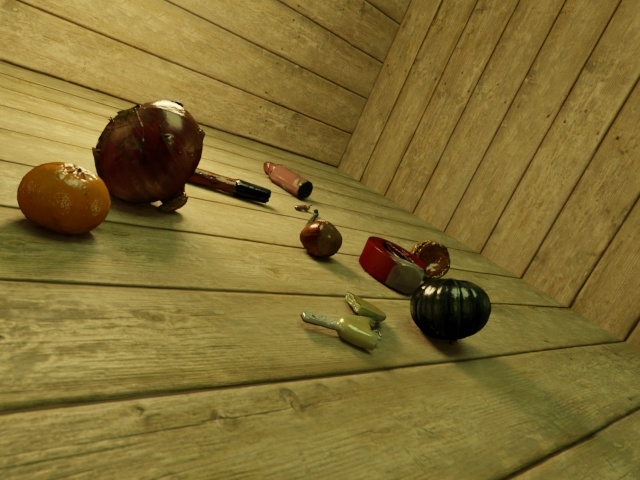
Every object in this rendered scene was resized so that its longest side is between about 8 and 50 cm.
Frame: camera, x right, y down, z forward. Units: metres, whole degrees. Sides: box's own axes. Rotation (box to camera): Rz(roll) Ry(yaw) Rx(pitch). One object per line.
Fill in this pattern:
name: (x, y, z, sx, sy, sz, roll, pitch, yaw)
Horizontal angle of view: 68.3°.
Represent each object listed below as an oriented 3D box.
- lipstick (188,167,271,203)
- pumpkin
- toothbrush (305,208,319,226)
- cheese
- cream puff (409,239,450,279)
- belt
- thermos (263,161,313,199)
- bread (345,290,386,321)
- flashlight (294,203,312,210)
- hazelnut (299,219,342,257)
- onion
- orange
lipstick: (-0.408, -0.239, 1.991, 0.418, 0.077, 0.077, 14, 18, -27)
pumpkin: (0.401, 0.218, 1.461, 0.250, 0.216, 0.250, -9, 9, 1)
toothbrush: (-0.036, -0.100, 2.170, 0.030, 0.030, 0.297, -1, 16, 7)
cheese: (0.058, 0.220, 1.213, 0.235, 0.050, 0.127, 20, 17, -19)
cream puff: (0.469, 0.092, 2.095, 0.183, 0.183, 0.169, 23, -10, -3)
belt: (0.280, 0.094, 1.846, 0.227, 0.115, 0.324, 15, 16, -25)
thermos: (-0.183, -0.337, 2.577, 0.330, 0.109, 0.136, 35, 19, 34)
bread: (0.137, 0.204, 1.381, 0.112, 0.036, 0.193, 27, 3, -11)
flashlight: (-0.084, -0.158, 2.285, 0.110, 0.052, 0.031, -8, 71, -52)
hazelnut: (0.000, 0.000, 1.730, 0.154, 0.143, 0.143, 22, 14, -37)
onion: (-0.523, -0.273, 1.448, 0.353, 0.353, 0.353, 22, 16, -7)
orange: (-0.596, -0.103, 1.106, 0.193, 0.161, 0.193, 20, 12, -4)
